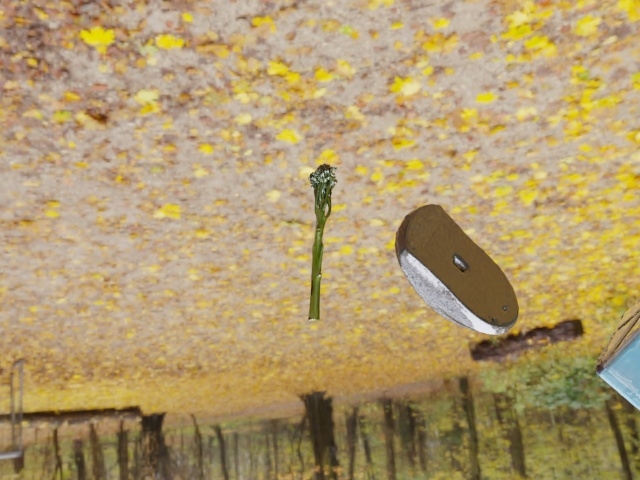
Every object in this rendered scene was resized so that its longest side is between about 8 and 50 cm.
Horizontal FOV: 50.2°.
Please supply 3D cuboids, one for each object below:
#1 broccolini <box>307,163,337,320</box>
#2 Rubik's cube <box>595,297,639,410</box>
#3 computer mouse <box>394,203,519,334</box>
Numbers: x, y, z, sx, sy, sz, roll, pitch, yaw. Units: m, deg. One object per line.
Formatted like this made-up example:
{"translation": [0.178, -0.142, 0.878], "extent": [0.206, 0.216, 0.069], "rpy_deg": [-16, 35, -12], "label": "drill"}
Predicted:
{"translation": [0.001, 0.000, 0.925], "extent": [0.042, 0.218, 0.044], "rpy_deg": [-2, 164, 13], "label": "broccolini"}
{"translation": [0.457, 0.106, 0.698], "extent": [0.231, 0.225, 0.221], "rpy_deg": [-56, 160, 25], "label": "Rubik's cube"}
{"translation": [0.225, 0.060, 1.181], "extent": [0.270, 0.137, 0.086], "rpy_deg": [45, 145, -8], "label": "computer mouse"}
